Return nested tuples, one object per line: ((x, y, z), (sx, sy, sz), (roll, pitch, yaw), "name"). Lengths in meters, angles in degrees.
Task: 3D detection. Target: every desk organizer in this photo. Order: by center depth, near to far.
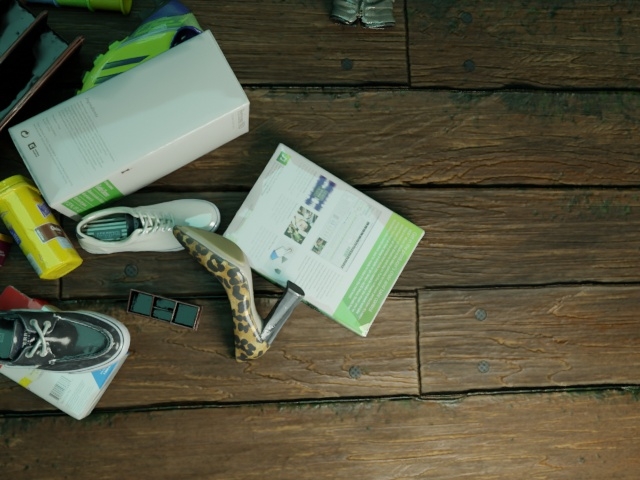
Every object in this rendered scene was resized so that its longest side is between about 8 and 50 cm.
((-0.283, 0.124, 1.231), (0.130, 0.050, 0.047), (15, 82, -4), "desk organizer")

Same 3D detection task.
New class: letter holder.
((-0.557, -0.269, 1.143), (0.152, 0.214, 0.302), (41, 81, -23), "letter holder")

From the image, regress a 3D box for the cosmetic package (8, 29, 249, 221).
((-0.317, -0.195, 1.192), (0.365, 0.197, 0.155), (-29, 87, -7), "cosmetic package")

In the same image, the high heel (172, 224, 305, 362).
((-0.182, 0.100, 1.205), (0.261, 0.093, 0.186), (33, 107, -8), "high heel")

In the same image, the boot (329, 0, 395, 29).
((0.138, -0.493, 1.343), (0.246, 0.083, 0.161), (-2, 91, -1), "boot")

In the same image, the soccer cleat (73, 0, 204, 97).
((-0.333, -0.320, 1.256), (0.121, 0.093, 0.289), (41, 81, -7), "soccer cleat")

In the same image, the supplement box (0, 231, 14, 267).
((-0.632, 0.057, 1.185), (0.104, 0.081, 0.188), (23, 82, -4), "supplement box")

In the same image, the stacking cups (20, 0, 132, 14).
((-0.515, -0.479, 1.263), (0.316, 0.096, 0.096), (4, 83, -1), "stacking cups")

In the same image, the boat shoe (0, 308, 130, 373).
((-0.467, 0.157, 1.100), (0.301, 0.102, 0.108), (8, 82, -6), "boat shoe")

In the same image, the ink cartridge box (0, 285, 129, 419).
((-0.472, 0.192, 1.188), (0.231, 0.078, 0.134), (33, 81, -2), "ink cartridge box")

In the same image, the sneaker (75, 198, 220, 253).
((-0.308, -0.022, 1.223), (0.258, 0.091, 0.094), (-12, 85, -7), "sneaker")

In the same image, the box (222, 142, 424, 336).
((0.000, 0.000, 1.275), (0.322, 0.058, 0.232), (32, 81, -1), "box")

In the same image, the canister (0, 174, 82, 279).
((-0.494, -0.019, 1.188), (0.073, 0.126, 0.170), (-33, 90, -9), "canister")
